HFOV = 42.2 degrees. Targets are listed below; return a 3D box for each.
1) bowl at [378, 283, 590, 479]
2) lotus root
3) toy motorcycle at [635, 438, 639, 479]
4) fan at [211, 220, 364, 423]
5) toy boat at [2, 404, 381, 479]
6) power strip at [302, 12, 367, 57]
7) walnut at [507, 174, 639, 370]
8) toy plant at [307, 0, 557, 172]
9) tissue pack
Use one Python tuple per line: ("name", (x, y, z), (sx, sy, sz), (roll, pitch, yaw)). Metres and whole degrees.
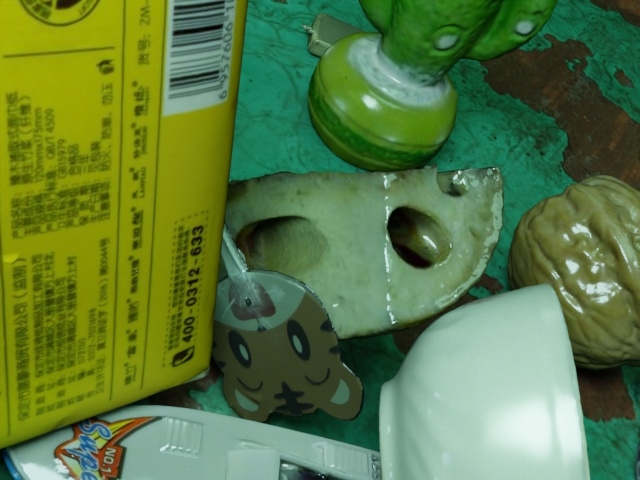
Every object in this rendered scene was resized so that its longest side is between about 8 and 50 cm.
("bowl", (0.123, 0.176, 0.651), (0.145, 0.277, 0.277), (-7, 48, 8))
("lotus root", (-0.001, 0.006, 0.749), (0.210, 0.314, 0.142), (-8, 98, -45))
("toy motorcycle", (0.389, 0.219, 0.855), (0.122, 0.080, 0.215), (31, 40, 0))
("fan", (-0.056, 0.048, 0.668), (0.008, 0.152, 0.226), (-32, 104, -49))
("toy boat", (-0.088, 0.190, 0.623), (0.295, 0.088, 0.129), (17, 46, -14))
("power strip", (0.051, -0.260, 1.136), (0.169, 0.028, 0.076), (21, 45, -12))
("walnut", (0.308, 0.041, 0.898), (0.213, 0.213, 0.213), (15, 47, -16))
("toy plant", (0.112, -0.237, 0.944), (0.224, 0.316, 0.184), (24, 45, -10))
("tissue pack", (-0.218, -0.069, 0.557), (0.293, 0.382, 0.228), (-16, 39, -37))
